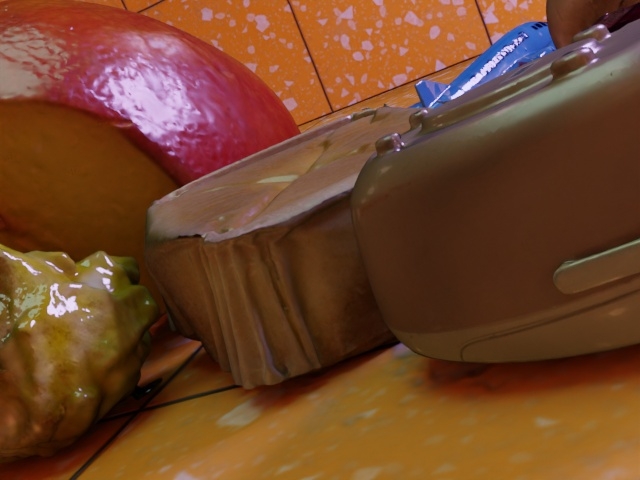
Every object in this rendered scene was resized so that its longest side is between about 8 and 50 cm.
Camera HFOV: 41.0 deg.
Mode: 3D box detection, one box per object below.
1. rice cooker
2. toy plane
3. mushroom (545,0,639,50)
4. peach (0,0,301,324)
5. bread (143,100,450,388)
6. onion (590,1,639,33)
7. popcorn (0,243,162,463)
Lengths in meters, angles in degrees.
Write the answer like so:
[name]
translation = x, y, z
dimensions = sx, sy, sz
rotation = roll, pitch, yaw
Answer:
[rice cooker]
translation = 0.111, -0.021, 0.382
dimensions = 0.206, 0.127, 0.145
rotation = -26, 9, 29
[toy plane]
translation = 0.208, -0.185, 1.015
dimensions = 0.271, 0.105, 0.254
rotation = -28, 13, -31
[mushroom]
translation = 0.343, -0.240, 0.876
dimensions = 0.204, 0.204, 0.204
rotation = -22, 11, 5
[peach]
translation = -0.178, -0.080, 0.735
dimensions = 0.242, 0.306, 0.380
rotation = -47, -2, 20
[bread]
translation = 0.002, 0.000, 0.543
dimensions = 0.209, 0.110, 0.192
rotation = -27, 18, -20
[onion]
translation = 0.211, -0.092, 0.532
dimensions = 0.131, 0.131, 0.131
rotation = -22, 11, 5
[popcorn]
translation = -0.184, 0.070, 0.549
dimensions = 0.173, 0.142, 0.173
rotation = -27, -13, -7
